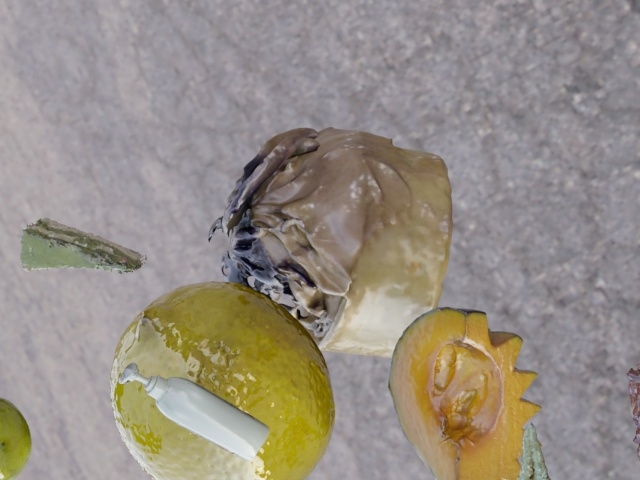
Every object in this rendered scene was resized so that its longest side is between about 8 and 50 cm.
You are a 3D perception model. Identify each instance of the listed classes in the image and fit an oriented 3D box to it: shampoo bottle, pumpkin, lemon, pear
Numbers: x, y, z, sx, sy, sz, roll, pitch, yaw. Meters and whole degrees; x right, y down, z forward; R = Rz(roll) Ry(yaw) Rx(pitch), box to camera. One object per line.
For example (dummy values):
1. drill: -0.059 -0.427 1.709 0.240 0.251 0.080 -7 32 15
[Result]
1. shampoo bottle: -0.125 0.161 1.228 0.152 0.045 0.077 35 170 -20
2. pumpkin: 0.177 0.194 1.555 0.149 0.130 0.253 11 105 54
3. lemon: -0.110 0.176 1.433 0.267 0.267 0.267 46 153 31
4. pear: -0.305 0.190 1.152 0.092 0.092 0.097 49 172 26

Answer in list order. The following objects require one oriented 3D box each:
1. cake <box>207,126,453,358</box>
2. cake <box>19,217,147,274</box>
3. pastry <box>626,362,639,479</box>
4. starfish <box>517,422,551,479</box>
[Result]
1. cake: -0.001 -0.003 1.813 0.332 0.321 0.332 -168 90 -77
2. cake: -0.258 0.007 1.370 0.140 0.051 0.055 2 107 19
3. pastry: 0.258 0.173 0.811 0.097 0.115 0.208 84 177 -68
4. starfish: 0.219 0.342 1.325 0.358 0.078 0.347 -126 35 -56
